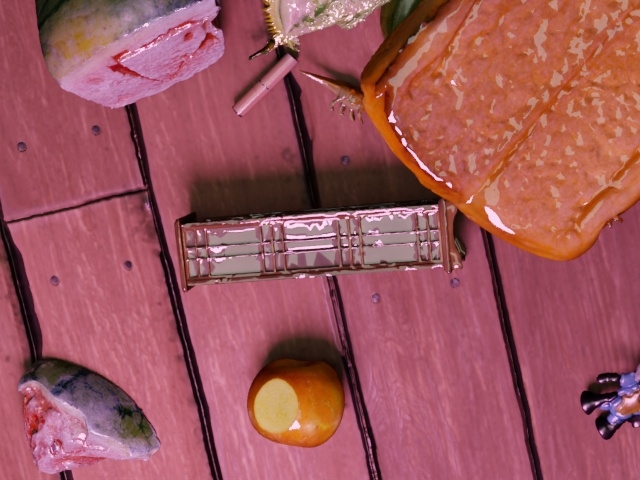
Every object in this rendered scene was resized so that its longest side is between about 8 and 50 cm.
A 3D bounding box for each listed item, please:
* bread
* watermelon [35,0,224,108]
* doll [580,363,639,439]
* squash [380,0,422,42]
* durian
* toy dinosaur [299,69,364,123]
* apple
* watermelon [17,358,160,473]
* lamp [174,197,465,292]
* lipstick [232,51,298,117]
[{"bbox_3d":[0.242,-0.171,1.605,0.328,0.148,0.337,38,95,-11],"label":"bread"},{"bbox_3d":[-0.203,-0.272,1.686,0.213,0.201,0.262,-28,51,13],"label":"watermelon"},{"bbox_3d":[0.391,0.158,1.680,0.195,0.070,0.096,-31,108,19],"label":"doll"},{"bbox_3d":[0.122,-0.313,1.650,0.066,0.066,0.252,29,102,4],"label":"squash"},{"bbox_3d":[-0.004,-0.276,1.661,0.215,0.086,0.100,-20,93,28],"label":"durian"},{"bbox_3d":[0.024,-0.163,1.707,0.113,0.026,0.041,18,94,-4],"label":"toy dinosaur"},{"bbox_3d":[-0.027,0.187,1.733,0.114,0.099,0.102,15,95,32],"label":"apple"},{"bbox_3d":[-0.298,0.236,1.798,0.187,0.071,0.139,34,106,2],"label":"watermelon"},{"bbox_3d":[0.000,0.000,1.706,0.325,0.089,0.090,-4,97,8],"label":"lamp"},{"bbox_3d":[-0.064,-0.181,1.723,0.094,0.019,0.019,-43,90,11],"label":"lipstick"}]
